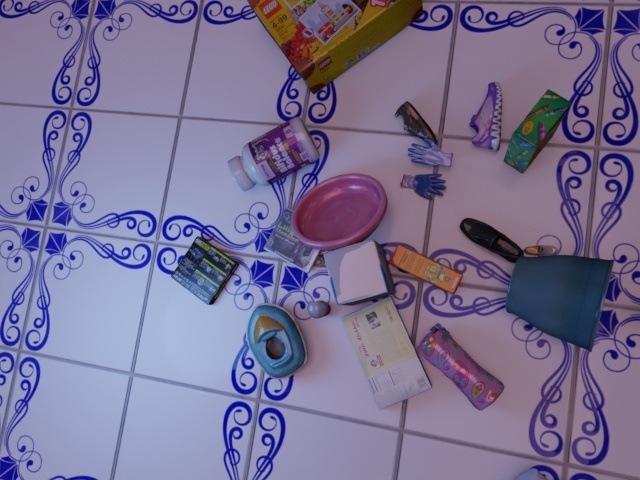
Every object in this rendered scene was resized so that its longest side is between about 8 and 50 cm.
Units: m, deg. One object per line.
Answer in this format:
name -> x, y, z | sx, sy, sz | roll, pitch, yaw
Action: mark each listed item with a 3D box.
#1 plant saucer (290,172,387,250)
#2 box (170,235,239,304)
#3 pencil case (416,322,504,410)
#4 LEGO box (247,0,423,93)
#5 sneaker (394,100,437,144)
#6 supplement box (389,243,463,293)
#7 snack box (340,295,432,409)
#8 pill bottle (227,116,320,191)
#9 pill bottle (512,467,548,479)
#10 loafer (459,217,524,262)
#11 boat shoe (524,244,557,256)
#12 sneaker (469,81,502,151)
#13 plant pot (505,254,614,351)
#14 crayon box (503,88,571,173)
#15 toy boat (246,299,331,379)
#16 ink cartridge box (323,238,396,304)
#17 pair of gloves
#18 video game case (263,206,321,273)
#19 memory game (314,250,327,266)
plant saucer -> 0.067, -0.085, 1.767 | 0.332, 0.084, 0.332 | -15, 43, 14
box -> -0.423, 0.109, 1.936 | 0.190, 0.045, 0.184 | 33, 88, 16
pencil case -> 0.436, 0.394, 1.661 | 0.124, 0.124, 0.284 | -46, 74, 3
LEGO box -> 0.055, -0.837, 1.887 | 0.500, 0.193, 0.372 | -35, 76, 6
sneaker -> 0.331, -0.392, 1.837 | 0.071, 0.066, 0.188 | -39, 73, 25
supplement box -> 0.349, 0.094, 1.746 | 0.233, 0.080, 0.078 | 25, 90, 13
snack box -> 0.214, 0.367, 1.745 | 0.187, 0.060, 0.322 | -25, 77, 8
pill bottle -> -0.168, -0.296, 1.872 | 0.301, 0.169, 0.169 | -28, 77, 8
pill bottle -> 0.685, 0.849, 1.492 | 0.210, 0.210, 0.363 | -45, 75, 3
loafer -> 0.554, -0.006, 1.712 | 0.223, 0.078, 0.076 | 34, 90, 15
boat shoe -> 0.707, 0.031, 1.695 | 0.100, 0.035, 0.035 | 4, 83, 14
sneaker -> 0.553, -0.415, 1.770 | 0.104, 0.095, 0.236 | 3, 84, 21
plant pot -> 0.700, 0.159, 1.573 | 0.255, 0.271, 0.272 | 15, 85, 28
crayon box -> 0.659, -0.327, 1.632 | 0.081, 0.278, 0.165 | 38, 92, 16
toy boat -> -0.105, 0.297, 1.782 | 0.318, 0.148, 0.267 | -35, 76, 6
ink cartridge box -> 0.133, 0.110, 1.712 | 0.168, 0.232, 0.171 | -17, 79, 12
pair of gloves -> 0.360, -0.242, 1.794 | 0.159, 0.023, 0.198 | 16, 103, 18
video game case -> -0.082, -0.003, 1.872 | 0.190, 0.022, 0.173 | 28, 89, 16
memory game -> 0.000, 0.000, 1.871 | 0.186, 0.012, 0.186 | -2, 81, 12
